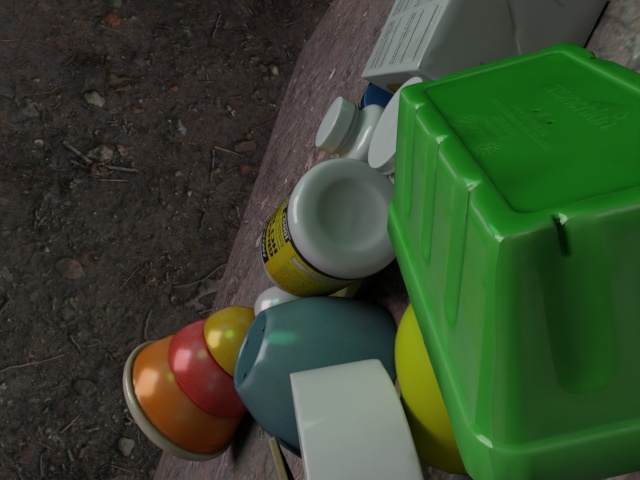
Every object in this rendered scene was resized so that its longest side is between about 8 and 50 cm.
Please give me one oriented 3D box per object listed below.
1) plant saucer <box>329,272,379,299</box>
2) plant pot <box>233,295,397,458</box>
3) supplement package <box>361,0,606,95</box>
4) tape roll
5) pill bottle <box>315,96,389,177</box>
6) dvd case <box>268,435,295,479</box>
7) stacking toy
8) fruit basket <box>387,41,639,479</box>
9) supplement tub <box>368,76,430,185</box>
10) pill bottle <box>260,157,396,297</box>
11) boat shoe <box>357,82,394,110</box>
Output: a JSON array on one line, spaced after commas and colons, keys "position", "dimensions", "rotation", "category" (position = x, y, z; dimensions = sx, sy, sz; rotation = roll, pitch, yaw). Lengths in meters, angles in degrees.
[{"position": [0.074, 0.037, 1.117], "dimensions": [0.241, 0.037, 0.241], "rotation": [-56, 19, 31], "category": "plant saucer"}, {"position": [-0.030, 0.212, 0.933], "dimensions": [0.290, 0.195, 0.290], "rotation": [-56, 19, 31], "category": "plant pot"}, {"position": [0.219, -0.293, 0.821], "dimensions": [0.198, 0.199, 0.262], "rotation": [-65, 17, 8], "category": "supplement package"}, {"position": [0.038, 0.272, 0.576], "dimensions": [0.286, 0.100, 0.286], "rotation": [172, 90, -84], "category": "tape roll"}, {"position": [0.109, -0.153, 0.938], "dimensions": [0.124, 0.221, 0.124], "rotation": [-57, 19, 32], "category": "pill bottle"}, {"position": [-0.024, 0.401, 0.780], "dimensions": [0.018, 0.164, 0.221], "rotation": [-23, 15, -9], "category": "dvd case"}, {"position": [-0.215, 0.280, 1.381], "dimensions": [0.480, 0.350, 0.350], "rotation": [-42, 24, 15], "category": "stacking toy"}, {"position": [0.188, 0.058, 0.490], "dimensions": [0.392, 0.283, 0.392], "rotation": [-14, -90, -85], "category": "fruit basket"}, {"position": [0.177, -0.107, 0.705], "dimensions": [0.144, 0.200, 0.144], "rotation": [-56, 19, 31], "category": "supplement tub"}, {"position": [0.000, 0.000, 0.967], "dimensions": [0.334, 0.188, 0.188], "rotation": [140, 149, -67], "category": "pill bottle"}, {"position": [0.144, -0.316, 1.303], "dimensions": [0.089, 0.109, 0.258], "rotation": [-63, -1, 37], "category": "boat shoe"}]
